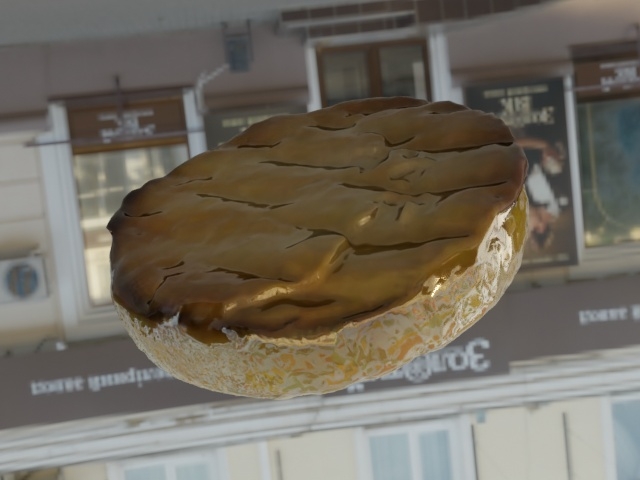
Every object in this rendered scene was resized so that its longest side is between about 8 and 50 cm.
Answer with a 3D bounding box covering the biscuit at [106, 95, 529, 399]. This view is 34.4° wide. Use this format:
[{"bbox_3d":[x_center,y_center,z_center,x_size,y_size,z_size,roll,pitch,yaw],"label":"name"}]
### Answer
[{"bbox_3d":[0.000,0.000,0.712,0.296,0.102,0.296,-13,-150,8],"label":"biscuit"}]
